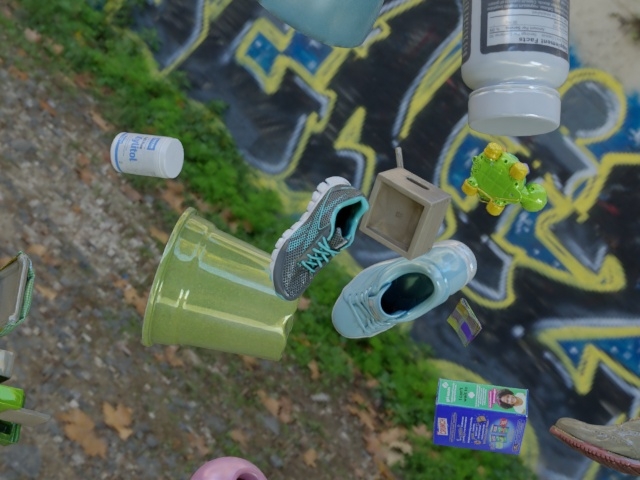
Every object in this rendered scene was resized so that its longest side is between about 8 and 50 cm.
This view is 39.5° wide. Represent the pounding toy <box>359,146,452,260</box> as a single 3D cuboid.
[{"bbox_3d":[0.141,-0.065,1.502,0.141,0.130,0.100,33,30,26],"label":"pounding toy"}]

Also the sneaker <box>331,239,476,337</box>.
[{"bbox_3d":[0.124,0.108,1.727,0.150,0.366,0.135,-25,81,-48],"label":"sneaker"}]

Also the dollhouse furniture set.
[{"bbox_3d":[-0.578,0.205,1.682,0.151,0.197,0.301,31,46,-41],"label":"dollhouse furniture set"}]

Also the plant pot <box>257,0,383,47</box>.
[{"bbox_3d":[0.013,-0.509,1.567,0.290,0.195,0.290,26,36,-21],"label":"plant pot"}]

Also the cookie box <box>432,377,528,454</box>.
[{"bbox_3d":[0.193,0.215,1.083,0.092,0.107,0.040,87,12,-46],"label":"cookie box"}]

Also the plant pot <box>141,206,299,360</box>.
[{"bbox_3d":[-0.167,0.105,1.678,0.254,0.276,0.276,17,8,1],"label":"plant pot"}]

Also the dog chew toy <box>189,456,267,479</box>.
[{"bbox_3d":[-0.262,0.639,2.081,0.206,0.332,0.206,29,42,-29],"label":"dog chew toy"}]

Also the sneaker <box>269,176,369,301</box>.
[{"bbox_3d":[0.000,0.000,1.062,0.065,0.166,0.076,32,-6,-33],"label":"sneaker"}]

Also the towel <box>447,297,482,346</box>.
[{"bbox_3d":[0.238,0.136,1.478,0.060,0.009,0.083,60,-24,21],"label":"towel"}]

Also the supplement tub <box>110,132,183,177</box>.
[{"bbox_3d":[-0.296,-0.145,1.518,0.107,0.071,0.071,7,-4,19],"label":"supplement tub"}]

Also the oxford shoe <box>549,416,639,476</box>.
[{"bbox_3d":[0.618,0.388,1.715,0.348,0.130,0.123,13,-15,35],"label":"oxford shoe"}]

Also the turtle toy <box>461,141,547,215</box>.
[{"bbox_3d":[0.283,-0.088,1.345,0.130,0.095,0.066,41,37,17],"label":"turtle toy"}]

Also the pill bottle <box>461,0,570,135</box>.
[{"bbox_3d":[0.372,-0.393,1.701,0.204,0.361,0.204,3,-5,0],"label":"pill bottle"}]
